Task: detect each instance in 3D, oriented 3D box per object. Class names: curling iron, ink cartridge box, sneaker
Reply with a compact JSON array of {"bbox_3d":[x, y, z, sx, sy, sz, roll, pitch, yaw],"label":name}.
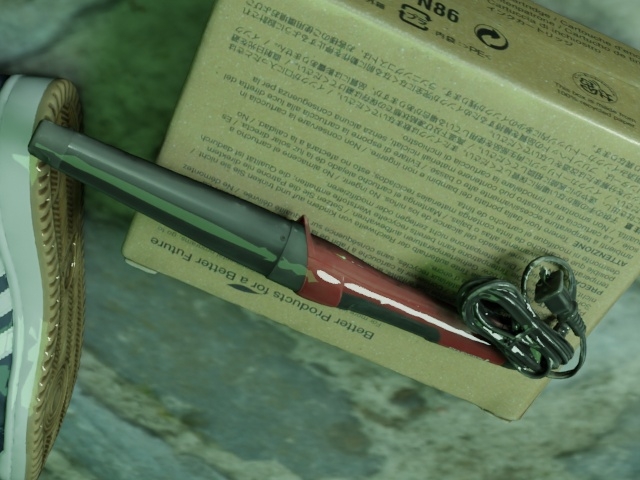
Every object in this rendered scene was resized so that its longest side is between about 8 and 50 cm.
[{"bbox_3d":[0.000,0.000,0.497,0.274,0.035,0.068,21,126,-5],"label":"curling iron"},{"bbox_3d":[0.042,-0.034,0.539,0.235,0.088,0.193,23,131,-7],"label":"ink cartridge box"},{"bbox_3d":[-0.225,0.022,0.636,0.153,0.099,0.282,9,123,-1],"label":"sneaker"}]
